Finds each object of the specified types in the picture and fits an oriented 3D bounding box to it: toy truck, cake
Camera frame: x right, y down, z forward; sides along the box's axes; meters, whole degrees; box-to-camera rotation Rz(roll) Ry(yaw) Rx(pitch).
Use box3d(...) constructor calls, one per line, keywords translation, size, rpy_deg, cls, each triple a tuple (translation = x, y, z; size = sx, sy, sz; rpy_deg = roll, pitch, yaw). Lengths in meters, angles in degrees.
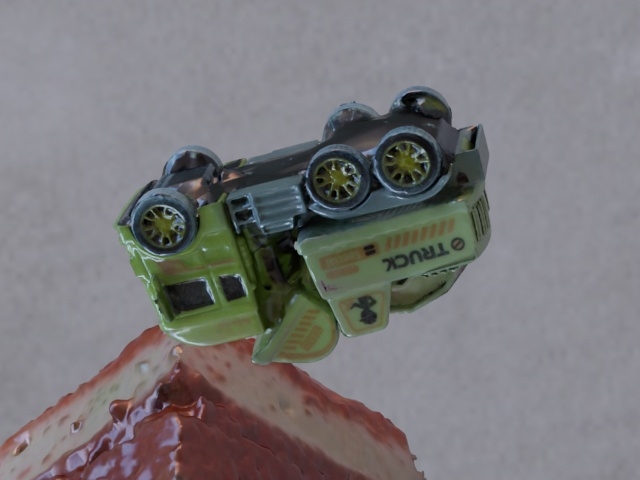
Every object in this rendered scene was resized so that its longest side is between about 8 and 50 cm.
box3d(translation=(0.000, 0.000, 1.003), size=(0.085, 0.191, 0.116), rpy_deg=(-71, -35, -69), cls="toy truck")
box3d(translation=(-0.095, 0.256, 1.403), size=(0.270, 0.269, 0.319), rpy_deg=(35, -144, -31), cls="cake")
